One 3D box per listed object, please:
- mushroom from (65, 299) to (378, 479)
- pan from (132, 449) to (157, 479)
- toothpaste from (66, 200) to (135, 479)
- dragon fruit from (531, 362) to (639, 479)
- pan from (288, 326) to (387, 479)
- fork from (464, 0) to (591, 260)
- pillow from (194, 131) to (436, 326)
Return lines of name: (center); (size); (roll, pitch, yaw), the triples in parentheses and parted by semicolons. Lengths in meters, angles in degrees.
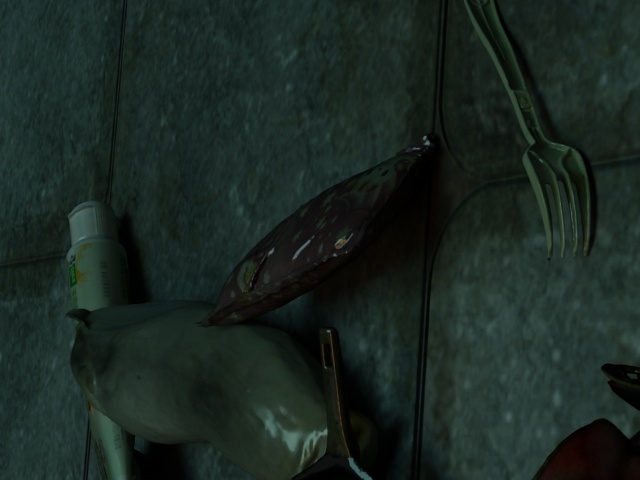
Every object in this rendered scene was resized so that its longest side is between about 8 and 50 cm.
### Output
mushroom: (-0.075, 0.101, 1.196); (0.351, 0.097, 0.109); (12, 88, 57)
pan: (-0.143, 0.217, 1.347); (0.068, 0.023, 0.115); (-52, 39, 39)
toothpaste: (-0.171, 0.099, 1.371); (0.056, 0.058, 0.314); (-29, 50, 21)
dragon fruit: (0.174, 0.146, 0.674); (0.192, 0.193, 0.274); (-78, 11, -63)
pan: (0.034, 0.163, 1.015); (0.128, 0.048, 0.202); (30, 113, 33)
fork: (0.117, -0.086, 0.985); (0.028, 0.034, 0.219); (95, 166, -54)
pillow: (0.000, 0.000, 1.112); (0.185, 0.043, 0.118); (-25, 21, 52)
